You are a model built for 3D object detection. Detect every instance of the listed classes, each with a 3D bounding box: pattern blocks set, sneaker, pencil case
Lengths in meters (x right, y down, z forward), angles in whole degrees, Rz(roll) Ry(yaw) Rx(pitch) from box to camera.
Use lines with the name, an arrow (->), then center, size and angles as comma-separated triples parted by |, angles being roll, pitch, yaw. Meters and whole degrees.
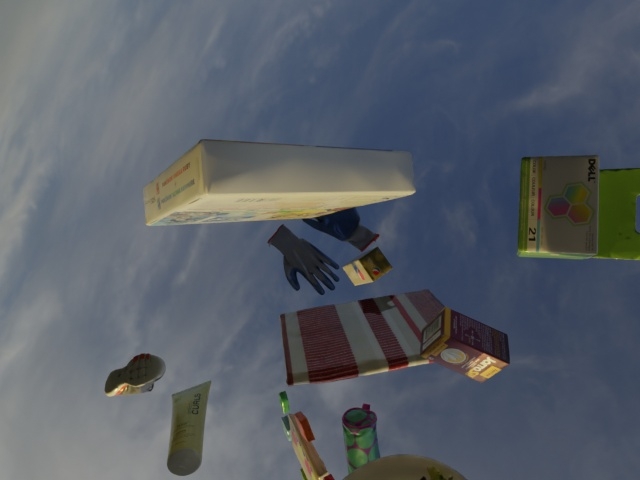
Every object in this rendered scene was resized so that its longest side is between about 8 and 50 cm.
pattern blocks set -> -0.023, 0.499, 0.994 | 0.324, 0.026, 0.285 | 54, -28, 42
sneaker -> -0.331, 0.254, 0.818 | 0.158, 0.065, 0.061 | -23, -130, 29
pencil case -> 0.080, 0.384, 0.802 | 0.065, 0.070, 0.151 | 1, -75, 37

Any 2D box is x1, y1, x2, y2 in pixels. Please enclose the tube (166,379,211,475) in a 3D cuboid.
tube -> -0.271, 0.367, 0.895 | 0.062, 0.070, 0.240 | -64, -163, 8

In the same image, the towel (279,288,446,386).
towel -> 0.093, 0.176, 0.821 | 0.237, 0.329, 0.037 | -115, -162, -71

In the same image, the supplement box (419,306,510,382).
supplement box -> 0.165, 0.121, 0.508 | 0.043, 0.083, 0.055 | -71, -174, -46

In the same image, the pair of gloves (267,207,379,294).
pair of gloves -> 0.000, 0.000, 0.810 | 0.159, 0.023, 0.198 | 40, -102, 14

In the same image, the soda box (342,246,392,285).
soda box -> 0.108, 0.065, 1.055 | 0.058, 0.181, 0.061 | -34, -92, -12

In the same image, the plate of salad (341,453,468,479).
plate of salad -> 0.074, 0.300, 0.434 | 0.200, 0.048, 0.199 | -19, -153, 10

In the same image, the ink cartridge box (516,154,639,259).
ink cartridge box -> 0.512, -0.061, 0.825 | 0.256, 0.097, 0.188 | 2, -96, 23

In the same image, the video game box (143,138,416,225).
video game box -> -0.046, -0.049, 0.429 | 0.187, 0.205, 0.048 | -12, -96, 56
